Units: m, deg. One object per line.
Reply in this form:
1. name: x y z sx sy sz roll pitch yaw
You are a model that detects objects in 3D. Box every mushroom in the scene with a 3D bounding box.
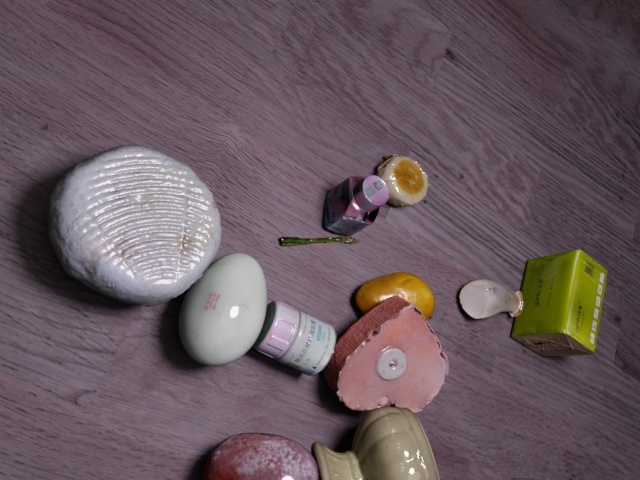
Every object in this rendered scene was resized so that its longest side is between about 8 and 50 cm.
1. mushroom: 0.513 0.172 1.731 0.225 0.093 0.116 2 86 -38

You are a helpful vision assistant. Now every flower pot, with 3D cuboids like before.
1. flower pot: 0.114 0.538 1.314 0.243 0.307 0.308 -8 81 -10

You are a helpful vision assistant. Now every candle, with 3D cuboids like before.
1. candle: 0.164 0.278 1.455 0.316 0.131 0.288 4 103 -27

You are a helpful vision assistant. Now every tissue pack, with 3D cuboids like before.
1. tissue pack: 0.725 0.193 1.769 0.167 0.200 0.275 32 64 -20

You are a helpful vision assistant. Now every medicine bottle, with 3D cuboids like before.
1. medicine bottle: 0.092 -0.096 1.497 0.094 0.188 0.119 16 66 -24
2. medicine bottle: -0.063 0.229 1.372 0.168 0.135 0.135 29 66 -19

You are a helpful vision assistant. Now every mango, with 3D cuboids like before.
1. mango: 0.198 0.154 1.548 0.227 0.109 0.147 9 81 -18

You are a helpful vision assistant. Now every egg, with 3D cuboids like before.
1. egg: -0.209 0.147 1.282 0.182 0.183 0.264 31 59 -19

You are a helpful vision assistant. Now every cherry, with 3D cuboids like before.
1. cherry: -0.113 0.525 1.214 0.285 0.213 0.236 32 77 1

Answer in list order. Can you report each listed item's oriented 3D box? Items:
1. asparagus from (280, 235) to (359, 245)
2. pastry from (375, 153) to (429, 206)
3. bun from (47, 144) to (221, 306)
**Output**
1. asparagus: 0.000 0.000 1.525 0.232 0.022 0.023 -1 61 -28
2. pastry: 0.231 -0.169 1.655 0.165 0.088 0.166 8 74 -29
3. bun: -0.384 -0.023 1.222 0.354 0.194 0.355 9 71 -27
